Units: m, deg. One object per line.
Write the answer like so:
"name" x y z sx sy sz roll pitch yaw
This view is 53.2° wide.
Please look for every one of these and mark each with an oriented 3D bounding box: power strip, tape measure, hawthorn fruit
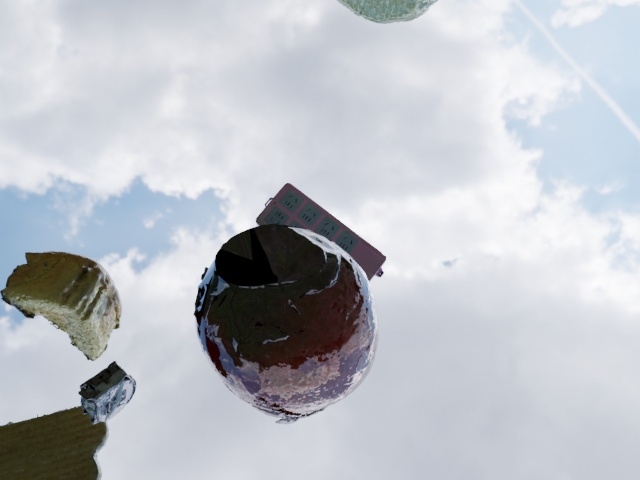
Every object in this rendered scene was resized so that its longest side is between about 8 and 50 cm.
"power strip" 0.000 0.000 1.274 0.279 0.037 0.109 37 -102 9
"tape measure" -0.334 0.238 1.004 0.054 0.094 0.091 33 -129 19
"hawthorn fruit" -0.048 0.119 0.978 0.316 0.315 0.315 0 -138 0

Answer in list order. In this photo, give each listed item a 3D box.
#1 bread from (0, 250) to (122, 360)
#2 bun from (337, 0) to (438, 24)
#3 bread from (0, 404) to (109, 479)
"bread" -0.498 0.109 1.307 0.251 0.133 0.174 44 -144 -19
"bun" 0.082 -0.374 0.792 0.196 0.195 0.118 21 -118 21
"bread" -0.522 0.418 1.144 0.287 0.056 0.207 -8 -109 -16
